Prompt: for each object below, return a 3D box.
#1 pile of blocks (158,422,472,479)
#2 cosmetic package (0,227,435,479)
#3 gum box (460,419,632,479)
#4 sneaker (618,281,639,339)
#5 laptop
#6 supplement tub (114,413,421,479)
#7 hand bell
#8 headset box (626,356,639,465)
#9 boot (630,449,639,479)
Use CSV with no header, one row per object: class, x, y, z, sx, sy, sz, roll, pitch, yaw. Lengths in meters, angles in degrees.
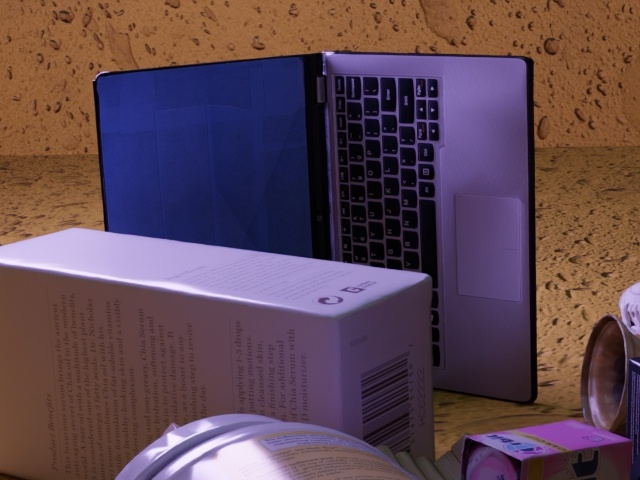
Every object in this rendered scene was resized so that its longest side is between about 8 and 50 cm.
pile of blocks,0.005,0.218,1.163,0.362,0.149,0.112,8,20,-22
cosmetic package,-0.121,0.131,1.401,0.453,0.230,0.161,8,16,34
gum box,0.152,0.229,1.035,0.107,0.188,0.062,-3,11,-36
sneaker,0.412,0.092,1.753,0.118,0.110,0.292,-6,3,18
laptop,0.000,0.000,1.591,0.408,0.382,0.236,6,17,32
supplement tub,0.004,0.246,0.863,0.241,0.241,0.331,-9,15,-24
hand bell,0.405,0.152,1.526,0.242,0.126,0.126,7,12,-9
headset box,0.446,0.181,1.281,0.246,0.131,0.283,-8,14,-23
boot,0.277,0.174,1.156,0.094,0.207,0.246,26,15,-6
